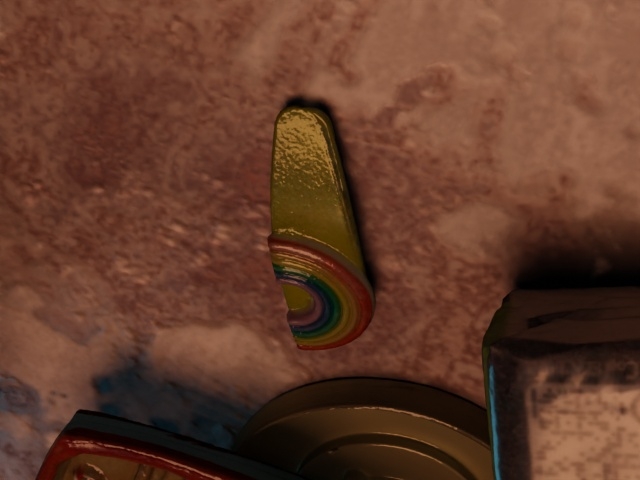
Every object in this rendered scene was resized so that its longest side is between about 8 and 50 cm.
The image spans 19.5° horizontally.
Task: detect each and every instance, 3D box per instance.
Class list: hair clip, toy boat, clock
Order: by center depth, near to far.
[{"bbox_3d":[0.000,0.000,1.118,0.060,0.033,0.188,2,130,13],"label":"hair clip"},{"bbox_3d":[0.000,0.217,1.235,0.392,0.079,0.136,24,131,-4],"label":"toy boat"},{"bbox_3d":[0.046,0.187,1.265,0.235,0.029,0.235,8,131,9],"label":"clock"}]

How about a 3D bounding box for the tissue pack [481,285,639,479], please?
[{"bbox_3d":[0.254,0.224,1.095,0.288,0.124,0.394,-3,106,16],"label":"tissue pack"}]
